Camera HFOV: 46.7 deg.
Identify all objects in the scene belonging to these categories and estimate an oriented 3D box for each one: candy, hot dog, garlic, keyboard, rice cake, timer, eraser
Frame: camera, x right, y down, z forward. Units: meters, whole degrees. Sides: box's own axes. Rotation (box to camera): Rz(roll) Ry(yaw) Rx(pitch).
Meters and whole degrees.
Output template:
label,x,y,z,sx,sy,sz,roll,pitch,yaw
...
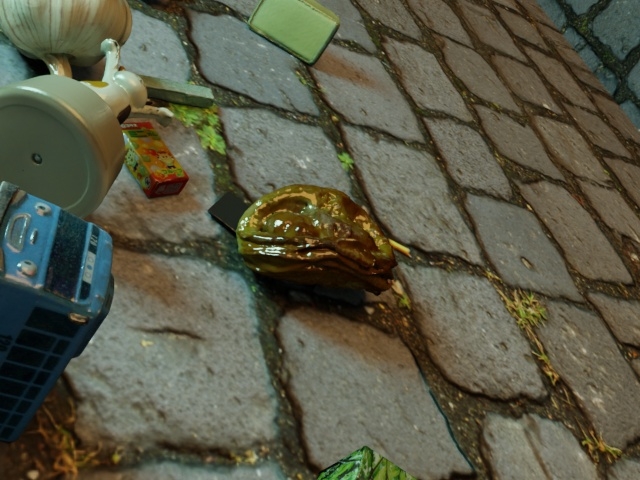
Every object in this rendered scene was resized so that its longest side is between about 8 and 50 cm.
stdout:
label,x,y,z,sx,sy,sz,roll,pitch,yaw
candy,-0.251,-0.119,1.082,0.062,0.038,0.122,-14,60,-49
hot dog,0.003,-0.002,1.089,0.259,0.114,0.175,12,38,-39
garlic,-0.374,-0.279,1.088,0.199,0.199,0.226,2,82,-41
keyboard,-0.080,0.001,1.126,0.196,0.015,0.074,38,31,-2
rice cake,-0.253,-0.251,1.239,0.171,0.029,0.033,4,50,-40
timer,-0.297,-0.162,0.965,0.175,0.175,0.266,35,35,-6
eraser,-0.057,-0.470,1.594,0.172,0.117,0.058,28,32,-15

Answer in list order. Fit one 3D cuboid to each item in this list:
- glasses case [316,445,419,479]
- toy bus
label,x,y,z,sx,sy,sz,roll,pitch,yaw
glasses case,0.122,0.338,0.833,0.272,0.095,0.062,35,41,-13
toy bus,-0.279,0.073,0.666,0.133,0.234,0.116,23,37,-25
